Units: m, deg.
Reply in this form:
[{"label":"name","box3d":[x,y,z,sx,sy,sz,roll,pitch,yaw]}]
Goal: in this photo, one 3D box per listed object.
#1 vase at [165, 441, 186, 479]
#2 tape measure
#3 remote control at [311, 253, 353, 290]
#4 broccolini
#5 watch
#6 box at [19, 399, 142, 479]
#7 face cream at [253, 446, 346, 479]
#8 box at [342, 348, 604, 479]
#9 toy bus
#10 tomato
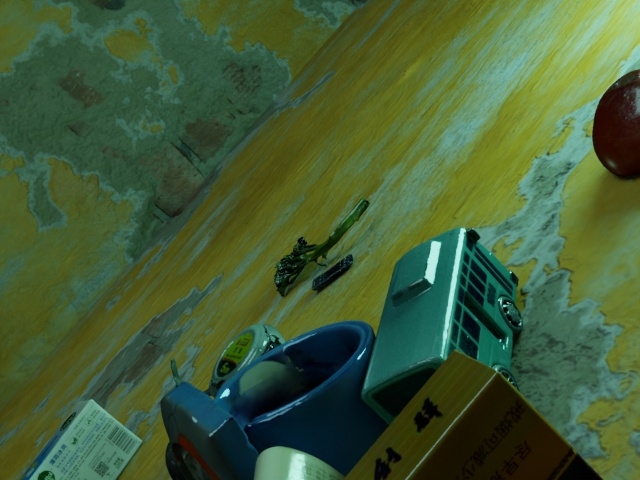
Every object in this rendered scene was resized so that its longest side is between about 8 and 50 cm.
[{"label":"vase","box3d":[-0.189,0.359,1.240,0.183,0.120,0.120,-61,18,2]},{"label":"tape measure","box3d":[-0.161,0.221,1.502,0.164,0.084,0.330,-50,19,-20]},{"label":"remote control","box3d":[0.024,0.061,1.564,0.096,0.014,0.039,-37,19,20]},{"label":"broccolini","box3d":[0.006,-0.004,1.670,0.271,0.062,0.123,-42,32,28]},{"label":"watch","box3d":[-0.040,0.227,1.049,0.274,0.241,0.305,-34,14,-21]},{"label":"box","box3d":[-0.459,0.425,1.632,0.073,0.139,0.194,-21,30,53]},{"label":"face cream","box3d":[-0.001,0.340,0.733,0.081,0.173,0.348,-40,20,17]},{"label":"box","box3d":[0.134,0.212,0.608,0.152,0.237,0.070,-49,23,-8]},{"label":"toy bus","box3d":[0.143,0.106,0.976,0.128,0.147,0.256,-32,23,32]},{"label":"tomato","box3d":[0.405,-0.162,1.072,0.159,0.091,0.139,-52,17,-15]}]
